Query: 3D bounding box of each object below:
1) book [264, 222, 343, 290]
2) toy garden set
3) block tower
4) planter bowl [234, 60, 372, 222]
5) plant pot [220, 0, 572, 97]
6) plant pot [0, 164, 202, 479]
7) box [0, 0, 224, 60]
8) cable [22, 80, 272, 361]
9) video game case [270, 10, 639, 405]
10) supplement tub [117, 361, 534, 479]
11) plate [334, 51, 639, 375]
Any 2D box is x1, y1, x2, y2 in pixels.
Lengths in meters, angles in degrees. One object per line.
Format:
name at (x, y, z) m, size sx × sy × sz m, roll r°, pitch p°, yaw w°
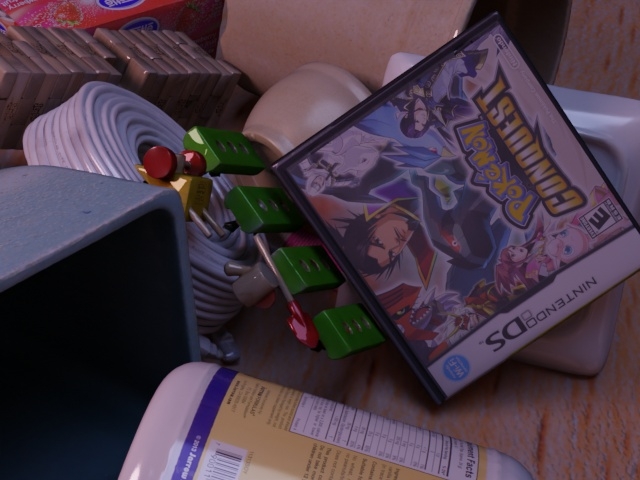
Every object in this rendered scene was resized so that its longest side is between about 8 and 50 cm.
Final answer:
book at (0.000, 0.000, 1.387) m, size 0.144 × 0.035 × 0.096 m, roll 25°, pitch 43°, yaw 15°
toy garden set at (-0.058, 0.010, 1.181) m, size 0.244 × 0.049 × 0.204 m, roll 55°, pitch 17°, yaw 11°
block tower at (-0.232, -0.158, 1.368) m, size 0.097 × 0.091 × 0.335 m, roll 42°, pitch 27°, yaw 26°
planter bowl at (-0.019, -0.084, 1.333) m, size 0.109 × 0.162 × 0.162 m, roll -30°, pitch 57°, yaw -35°
plant pot at (0.073, -0.230, 1.481) m, size 0.305 × 0.334 × 0.334 m, roll 21°, pitch 40°, yaw 25°
plant pot at (-0.272, 0.078, 1.076) m, size 0.252 × 0.247 × 0.248 m, roll 21°, pitch 38°, yaw 37°
box at (-0.247, -0.239, 1.511) m, size 0.257 × 0.123 × 0.128 m, roll -24°, pitch 55°, yaw -36°
cable at (-0.157, -0.032, 1.246) m, size 0.257 × 0.089 × 0.257 m, roll 37°, pitch 22°, yaw -38°
video game case at (0.133, -0.026, 1.233) m, size 0.275 × 0.248 × 0.035 m, roll 55°, pitch 4°, yaw -8°
supplement tub at (0.018, 0.242, 0.964) m, size 0.331 × 0.241 × 0.241 m, roll 17°, pitch 41°, yaw 2°
plate at (0.173, -0.018, 1.282) m, size 0.277 × 0.278 × 0.045 m, roll 11°, pitch 12°, yaw -4°
